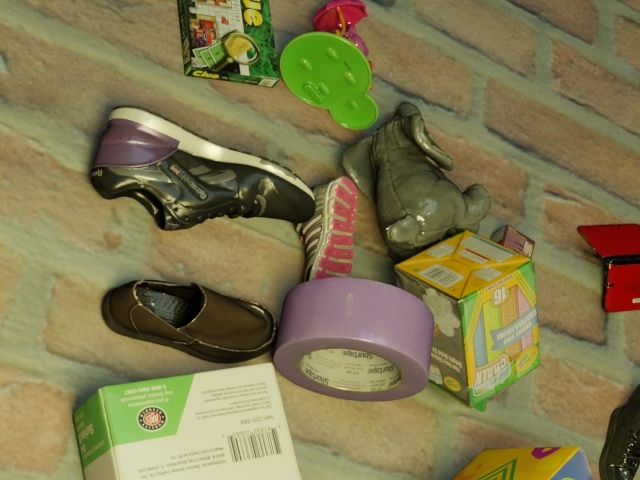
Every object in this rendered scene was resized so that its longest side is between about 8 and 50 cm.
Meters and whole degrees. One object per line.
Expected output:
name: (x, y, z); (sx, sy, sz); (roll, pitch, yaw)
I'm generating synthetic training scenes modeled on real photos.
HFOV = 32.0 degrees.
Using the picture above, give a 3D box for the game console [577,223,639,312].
game console: (0.475, 0.042, 1.749); (0.144, 0.085, 0.124); (-3, 101, -31)

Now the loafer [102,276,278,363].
loafer: (-0.144, 0.093, 1.322); (0.220, 0.078, 0.080); (10, 63, -26)

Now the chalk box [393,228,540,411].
chalk box: (0.193, 0.119, 1.440); (0.132, 0.132, 0.213); (-26, 124, -28)

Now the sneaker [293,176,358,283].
sneaker: (0.000, 0.000, 1.466); (0.063, 0.074, 0.170); (14, 83, -44)

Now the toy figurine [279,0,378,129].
toy figurine: (0.037, -0.270, 1.590); (0.173, 0.130, 0.159); (49, 40, -29)

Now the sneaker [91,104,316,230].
sneaker: (-0.148, -0.054, 1.390); (0.283, 0.107, 0.124); (21, 70, -13)

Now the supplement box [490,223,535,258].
supplement box: (0.271, 0.028, 1.617); (0.055, 0.043, 0.083); (31, 57, -14)

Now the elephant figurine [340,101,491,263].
elephant figurine: (0.112, -0.100, 1.524); (0.169, 0.186, 0.239); (-19, 74, -14)

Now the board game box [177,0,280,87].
board game box: (-0.136, -0.340, 1.561); (0.136, 0.030, 0.260); (4, 66, -31)

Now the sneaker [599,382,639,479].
sneaker: (0.447, 0.276, 1.575); (0.051, 0.089, 0.170); (28, 56, -16)

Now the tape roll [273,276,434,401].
tape roll: (0.041, 0.123, 1.348); (0.189, 0.189, 0.080); (22, 58, -20)

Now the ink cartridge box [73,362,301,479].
ink cartridge box: (-0.131, 0.297, 1.208); (0.211, 0.121, 0.289); (-4, 70, -31)

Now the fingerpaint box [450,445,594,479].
fingerpaint box: (0.212, 0.510, 1.218); (0.371, 0.163, 0.445); (-33, 102, -39)
